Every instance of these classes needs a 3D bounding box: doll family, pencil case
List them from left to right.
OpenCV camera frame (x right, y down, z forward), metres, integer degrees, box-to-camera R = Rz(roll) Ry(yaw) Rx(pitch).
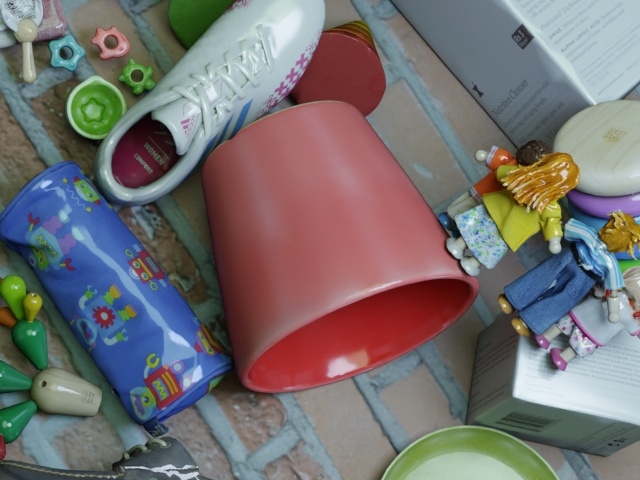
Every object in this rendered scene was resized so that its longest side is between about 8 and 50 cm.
[{"bbox_3d":[-0.226,0.063,1.849,0.306,0.133,0.119,52,25,4],"label":"pencil case"},{"bbox_3d":[0.239,0.007,1.746,0.163,0.118,0.263,-41,83,17],"label":"doll family"}]

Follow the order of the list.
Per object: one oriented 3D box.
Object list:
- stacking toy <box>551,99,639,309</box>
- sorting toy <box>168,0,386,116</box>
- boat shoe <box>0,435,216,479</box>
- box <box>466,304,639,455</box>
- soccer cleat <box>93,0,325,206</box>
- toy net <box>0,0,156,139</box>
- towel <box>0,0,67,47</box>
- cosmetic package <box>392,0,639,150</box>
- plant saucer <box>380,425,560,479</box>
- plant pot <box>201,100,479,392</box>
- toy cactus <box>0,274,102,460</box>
[{"bbox_3d":[0.349,0.010,1.916,0.141,0.330,0.141,-10,40,9],"label":"stacking toy"},{"bbox_3d":[-0.078,-0.277,2.012,0.365,0.127,0.126,27,40,-2],"label":"sorting toy"},{"bbox_3d":[-0.175,0.281,1.802,0.355,0.132,0.130,19,60,-17],"label":"boat shoe"},{"bbox_3d":[0.277,0.153,1.905,0.182,0.181,0.119,12,72,-8],"label":"box"},{"bbox_3d":[-0.116,-0.157,1.872,0.116,0.143,0.331,44,93,-5],"label":"soccer cleat"},{"bbox_3d":[-0.294,-0.224,1.928,0.232,0.045,0.122,45,80,-11],"label":"toy net"},{"bbox_3d":[-0.475,-0.308,1.944,0.329,0.037,0.237,-14,79,-15],"label":"towel"},{"bbox_3d":[0.215,-0.297,2.011,0.156,0.217,0.385,-40,85,-21],"label":"cosmetic package"},{"bbox_3d":[0.166,0.327,1.905,0.241,0.037,0.241,4,73,-13],"label":"plant saucer"},{"bbox_3d":[0.000,0.000,1.857,0.275,0.275,0.243,-16,70,-17],"label":"plant pot"},{"bbox_3d":[-0.319,0.143,1.819,0.180,0.112,0.219,17,62,-18],"label":"toy cactus"}]
